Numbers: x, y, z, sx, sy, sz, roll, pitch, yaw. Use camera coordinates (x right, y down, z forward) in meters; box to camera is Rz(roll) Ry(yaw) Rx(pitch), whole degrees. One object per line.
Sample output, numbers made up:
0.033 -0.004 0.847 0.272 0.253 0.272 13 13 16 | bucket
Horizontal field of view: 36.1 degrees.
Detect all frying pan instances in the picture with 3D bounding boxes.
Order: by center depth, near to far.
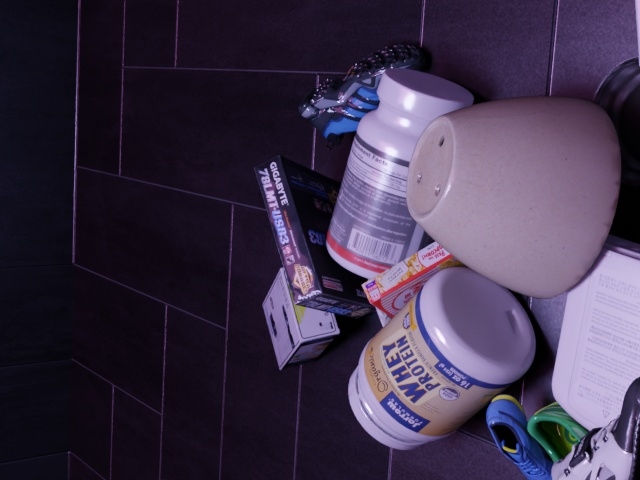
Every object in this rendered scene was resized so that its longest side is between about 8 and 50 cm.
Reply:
0.477 -0.127 1.525 0.197 0.053 0.326 46 129 41 | frying pan

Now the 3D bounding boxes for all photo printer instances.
0.483 0.167 1.489 0.256 0.107 0.308 22 110 50 | photo printer

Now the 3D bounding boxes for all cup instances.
0.276 -0.090 1.556 0.331 0.237 0.331 -168 90 -72 | cup

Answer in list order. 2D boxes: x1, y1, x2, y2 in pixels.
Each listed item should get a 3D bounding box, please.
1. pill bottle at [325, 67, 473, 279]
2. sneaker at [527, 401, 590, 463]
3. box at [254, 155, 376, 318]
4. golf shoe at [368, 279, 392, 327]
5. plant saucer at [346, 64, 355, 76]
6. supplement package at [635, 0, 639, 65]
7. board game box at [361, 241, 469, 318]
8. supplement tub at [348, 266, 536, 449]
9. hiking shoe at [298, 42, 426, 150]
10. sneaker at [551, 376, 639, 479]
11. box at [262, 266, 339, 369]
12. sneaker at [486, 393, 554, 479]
0.151 -0.120 1.831 0.210 0.210 0.363 40 123 44 | pill bottle
0.439 0.370 1.549 0.295 0.123 0.109 40 123 44 | sneaker
0.000 0.000 1.978 0.073 0.295 0.293 -25 70 21 | box
0.125 0.116 1.968 0.086 0.069 0.176 30 140 65 | golf shoe
0.083 -0.330 2.070 0.083 0.013 0.083 7 98 53 | plant saucer
0.517 -0.323 1.302 0.149 0.203 0.194 -3 89 34 | supplement package
0.189 0.067 1.776 0.193 0.147 0.045 -31 62 13 | board game box
0.208 0.220 1.761 0.316 0.228 0.228 -52 53 41 | supplement tub
0.103 -0.296 1.992 0.304 0.113 0.132 -21 119 38 | hiking shoe
0.404 0.330 1.419 0.146 0.122 0.331 23 118 35 | sneaker
-0.048 0.166 2.129 0.290 0.087 0.169 123 134 -69 | box
0.340 0.359 1.647 0.069 0.082 0.209 -25 107 32 | sneaker
